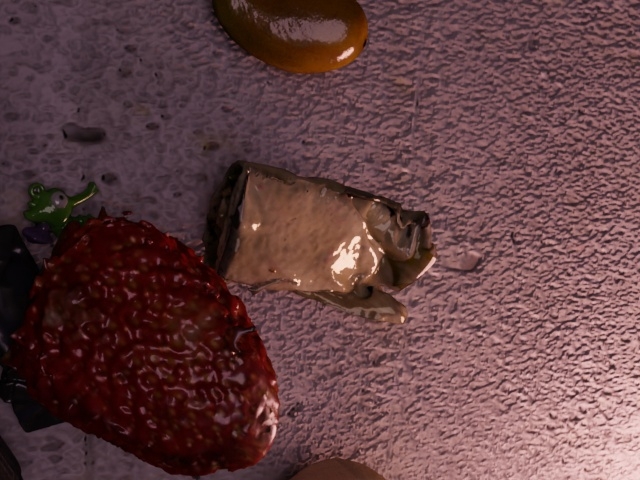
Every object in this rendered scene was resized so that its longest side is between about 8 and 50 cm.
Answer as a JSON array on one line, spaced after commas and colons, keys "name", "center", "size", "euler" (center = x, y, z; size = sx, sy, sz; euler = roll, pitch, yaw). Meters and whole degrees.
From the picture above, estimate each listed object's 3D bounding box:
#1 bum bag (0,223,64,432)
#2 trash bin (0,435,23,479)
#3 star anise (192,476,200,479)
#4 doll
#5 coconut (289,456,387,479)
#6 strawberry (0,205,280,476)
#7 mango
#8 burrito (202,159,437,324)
[{"name": "bum bag", "center": [-0.395, 0.124, 1.335], "size": [0.137, 0.074, 0.310], "euler": [-37, 113, -26]}, {"name": "trash bin", "center": [-0.560, 0.340, 1.193], "size": [0.368, 0.296, 0.255], "euler": [-30, 106, -9]}, {"name": "star anise", "center": [-0.186, 0.203, 1.419], "size": [0.227, 0.148, 0.218], "euler": [48, 113, 8]}, {"name": "doll", "center": [-0.316, -0.017, 1.367], "size": [0.190, 0.050, 0.115], "euler": [37, 76, -24]}, {"name": "coconut", "center": [0.040, 0.444, 1.433], "size": [0.237, 0.266, 0.237], "euler": [-2, 100, -13]}, {"name": "strawberry", "center": [-0.196, 0.121, 1.239], "size": [0.343, 0.292, 0.292], "euler": [18, 89, 23]}, {"name": "mango", "center": [-0.043, -0.308, 1.414], "size": [0.227, 0.099, 0.136], "euler": [13, 95, -13]}, {"name": "burrito", "center": [-0.002, 0.003, 1.441], "size": [0.332, 0.135, 0.190], "euler": [13, 100, -25]}]
